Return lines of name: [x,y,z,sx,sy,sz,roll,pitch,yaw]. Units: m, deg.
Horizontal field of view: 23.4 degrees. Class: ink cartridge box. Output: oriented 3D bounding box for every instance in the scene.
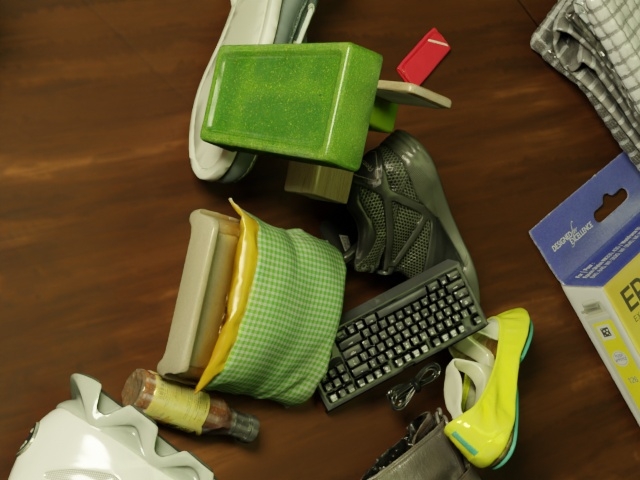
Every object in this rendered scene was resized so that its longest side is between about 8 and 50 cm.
ink cartridge box: [0.411,0.050,1.791,0.303,0.072,0.307,-37,102,-41]

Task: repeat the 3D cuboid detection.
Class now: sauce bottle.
sauce bottle: [-0.110,0.147,1.335,0.128,0.042,0.042,25,61,-31]

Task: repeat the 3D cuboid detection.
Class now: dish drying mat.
dish drying mat: [0.111,-0.195,1.656,0.032,0.008,0.083,53,50,-15]

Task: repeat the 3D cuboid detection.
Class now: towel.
towel: [0.389,-0.237,1.833,0.235,0.121,0.284,53,47,-16]

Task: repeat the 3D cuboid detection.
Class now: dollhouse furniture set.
dollhouse furniture set: [0.000,0.000,1.318,0.197,0.151,0.301,16,85,-49]

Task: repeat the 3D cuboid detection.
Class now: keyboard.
keyboard: [0.075,0.102,1.466,0.180,0.023,0.108,-27,100,-14]

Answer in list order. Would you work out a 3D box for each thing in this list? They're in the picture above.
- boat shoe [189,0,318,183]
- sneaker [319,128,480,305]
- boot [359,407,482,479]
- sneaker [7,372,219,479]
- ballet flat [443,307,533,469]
boat shoe: [-0.039,-0.178,1.454,0.099,0.116,0.319,30,53,-25]
sneaker: [0.074,0.012,1.514,0.130,0.087,0.227,-34,127,-9]
boot: [0.162,0.265,1.501,0.263,0.091,0.229,-26,85,-49]
sneaker: [-0.107,0.261,1.231,0.330,0.122,0.146,35,67,3]
ballet flat: [0.161,0.128,1.523,0.077,0.077,0.231,31,36,-10]
